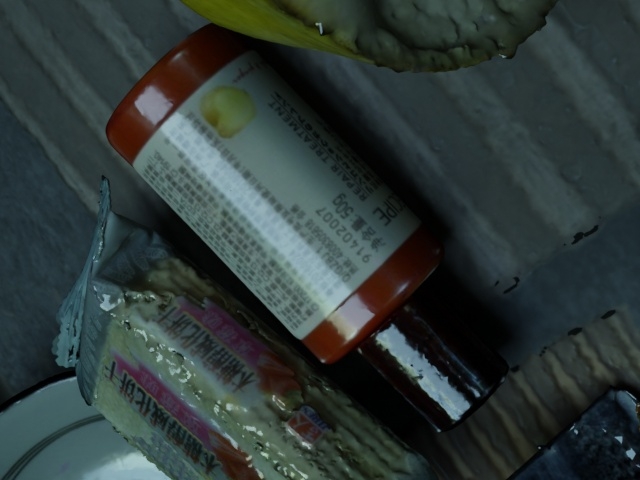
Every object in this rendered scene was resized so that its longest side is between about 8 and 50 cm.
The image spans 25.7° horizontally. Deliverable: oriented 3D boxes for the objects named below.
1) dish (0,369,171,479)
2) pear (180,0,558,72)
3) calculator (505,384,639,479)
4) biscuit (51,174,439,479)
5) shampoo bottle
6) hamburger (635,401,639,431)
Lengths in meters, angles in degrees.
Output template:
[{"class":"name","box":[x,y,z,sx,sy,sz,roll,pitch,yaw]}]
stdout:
[{"class":"dish","box":[-0.139,0.249,1.012,0.316,0.106,0.316,-2,78,10]},{"class":"pear","box":[-0.008,-0.177,0.693,0.178,0.267,0.267,-23,102,53]},{"class":"calculator","box":[0.201,0.231,0.847,0.262,0.161,0.021,52,172,-3]},{"class":"biscuit","box":[-0.054,0.118,0.897,0.309,0.079,0.186,40,141,14]},{"class":"shampoo bottle","box":[0.000,0.000,0.850,0.278,0.104,0.104,46,127,1]},{"class":"hamburger","box":[0.228,0.111,0.817,0.083,0.044,0.076,38,121,3]}]
